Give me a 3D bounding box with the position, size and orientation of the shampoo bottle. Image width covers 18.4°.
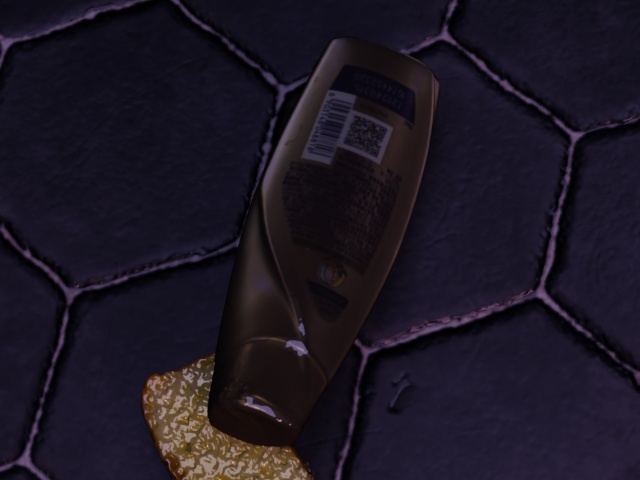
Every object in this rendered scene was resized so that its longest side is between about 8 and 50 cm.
[{"bbox_3d":[0.000,0.000,1.588,0.126,0.084,0.350,21,62,-3],"label":"shampoo bottle"}]

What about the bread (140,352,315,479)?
[{"bbox_3d":[-0.069,0.179,1.575,0.103,0.065,0.187,-31,69,-8],"label":"bread"}]
